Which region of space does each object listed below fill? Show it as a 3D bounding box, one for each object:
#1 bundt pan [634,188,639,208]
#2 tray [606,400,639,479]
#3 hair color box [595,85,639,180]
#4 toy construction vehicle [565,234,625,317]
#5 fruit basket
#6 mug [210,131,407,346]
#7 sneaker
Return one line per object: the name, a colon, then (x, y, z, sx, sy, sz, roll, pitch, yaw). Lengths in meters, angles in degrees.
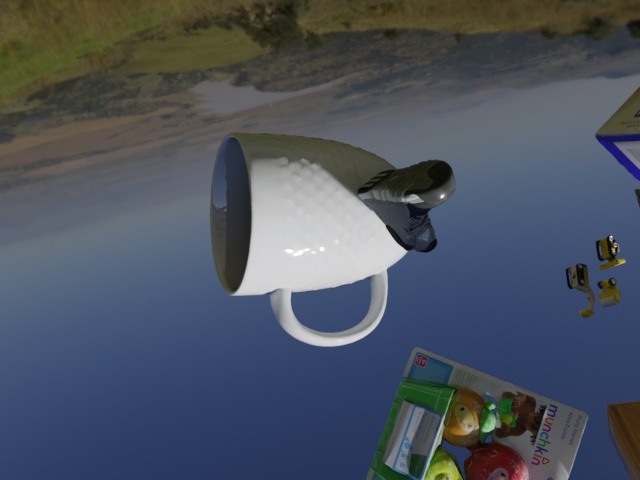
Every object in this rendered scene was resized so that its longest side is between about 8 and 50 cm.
bundt pan: (0.643, 0.055, 0.953, 0.124, 0.331, 0.331, -16, -173, 28)
tray: (0.532, 0.341, 0.705, 0.202, 0.076, 0.411, -11, -163, 13)
hair color box: (0.492, -0.212, 0.615, 0.339, 0.110, 0.185, -47, -175, 7)
toy construction vehicle: (0.398, 0.054, 0.806, 0.035, 0.098, 0.086, 13, 152, -21)
fruit basket: (0.290, 0.422, 1.102, 0.353, 0.327, 0.165, 19, 176, 27)
mug: (0.000, 0.000, 1.002, 0.328, 0.374, 0.276, -1, 161, -24)
sneaker: (0.148, -0.040, 0.821, 0.086, 0.132, 0.228, -36, -165, -11)
